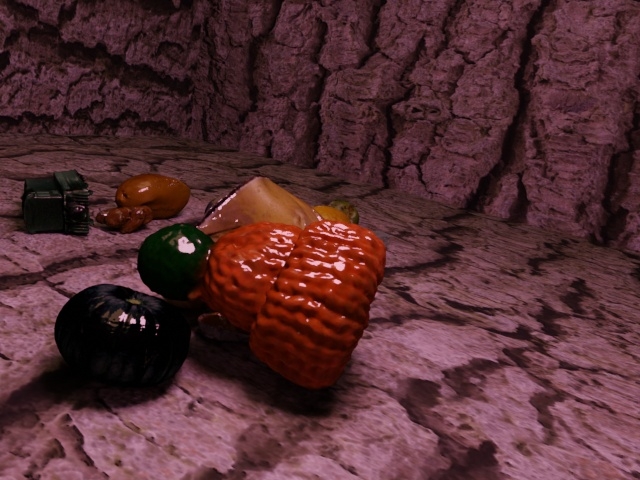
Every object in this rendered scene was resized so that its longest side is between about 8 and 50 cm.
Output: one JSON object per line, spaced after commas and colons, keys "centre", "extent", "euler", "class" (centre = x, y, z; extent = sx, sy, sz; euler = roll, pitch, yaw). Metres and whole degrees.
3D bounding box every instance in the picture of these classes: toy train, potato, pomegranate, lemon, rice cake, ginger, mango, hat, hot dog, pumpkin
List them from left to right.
{"centre": [-0.754, -0.116, 1.452], "extent": [0.178, 0.139, 0.330], "euler": [-5, 21, -32], "class": "toy train"}
{"centre": [-0.304, 0.150, 0.786], "extent": [0.201, 0.140, 0.202], "euler": [20, 3, -1], "class": "pumpkin"}
{"centre": [-0.567, -0.061, 1.494], "extent": [0.162, 0.074, 0.103], "euler": [-11, 12, -38], "class": "ginger"}
{"centre": [-0.540, -0.146, 1.651], "extent": [0.248, 0.151, 0.156], "euler": [-8, -10, -41], "class": "mango"}
{"centre": [-0.143, 0.164, 0.992], "extent": [0.191, 0.053, 0.099], "euler": [8, 10, -15], "class": "hot dog"}
{"centre": [-0.098, 0.073, 0.895], "extent": [0.399, 0.286, 0.285], "euler": [19, 17, 14], "class": "hat"}
{"centre": [-0.111, 0.051, 1.093], "extent": [0.296, 0.290, 0.397], "euler": [39, 34, 2], "class": "potato"}
{"centre": [0.000, 0.000, 1.408], "extent": [0.231, 0.193, 0.192], "euler": [-3, 20, -45], "class": "lemon"}
{"centre": [0.051, -0.060, 1.803], "extent": [0.143, 0.123, 0.169], "euler": [34, -31, -22], "class": "pomegranate"}
{"centre": [0.090, 0.002, 1.692], "extent": [0.336, 0.063, 0.066], "euler": [-1, 16, -36], "class": "rice cake"}

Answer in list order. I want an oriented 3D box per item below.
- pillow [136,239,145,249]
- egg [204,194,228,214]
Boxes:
{"centre": [-0.344, 0.018, 1.376], "extent": [0.254, 0.060, 0.169], "euler": [-4, 24, -44], "class": "pillow"}
{"centre": [-0.270, -0.064, 1.561], "extent": [0.181, 0.141, 0.141], "euler": [20, 6, -42], "class": "egg"}
